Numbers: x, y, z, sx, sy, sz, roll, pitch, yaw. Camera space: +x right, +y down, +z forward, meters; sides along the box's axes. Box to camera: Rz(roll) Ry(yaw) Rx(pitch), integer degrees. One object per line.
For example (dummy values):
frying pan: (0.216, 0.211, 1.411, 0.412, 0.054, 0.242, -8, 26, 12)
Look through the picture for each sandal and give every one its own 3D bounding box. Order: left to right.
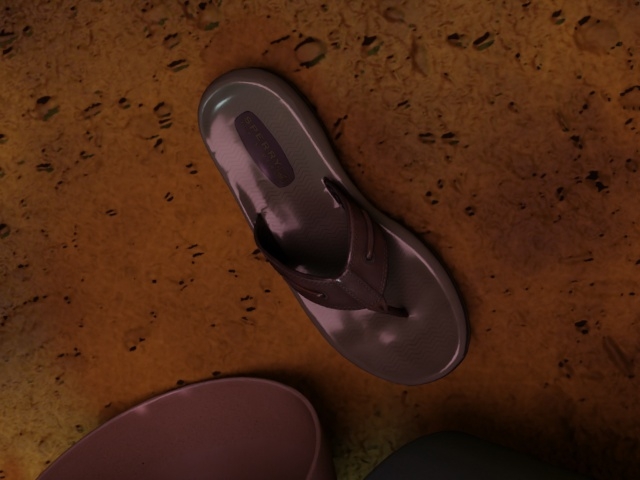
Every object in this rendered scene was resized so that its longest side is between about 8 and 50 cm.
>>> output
sandal: (-0.002, 0.000, 0.996, 0.120, 0.086, 0.302, -38, 95, 21)

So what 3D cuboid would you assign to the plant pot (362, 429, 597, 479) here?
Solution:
plant pot: (0.179, 0.314, 0.891, 0.334, 0.341, 0.341, 21, 114, 40)

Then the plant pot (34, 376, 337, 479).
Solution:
plant pot: (-0.097, 0.275, 1.019, 0.284, 0.284, 0.190, -15, 116, 18)
